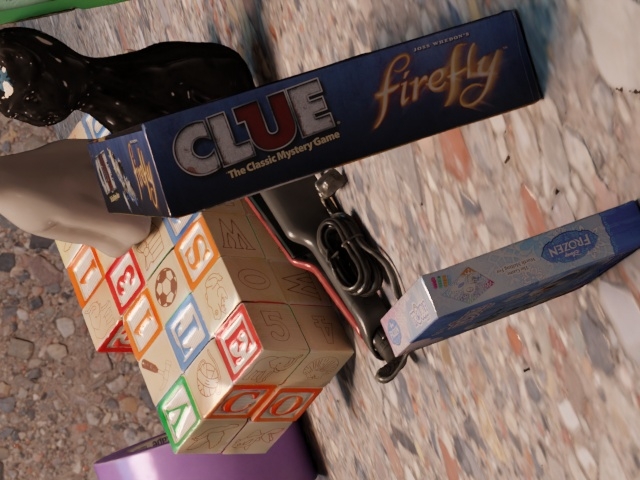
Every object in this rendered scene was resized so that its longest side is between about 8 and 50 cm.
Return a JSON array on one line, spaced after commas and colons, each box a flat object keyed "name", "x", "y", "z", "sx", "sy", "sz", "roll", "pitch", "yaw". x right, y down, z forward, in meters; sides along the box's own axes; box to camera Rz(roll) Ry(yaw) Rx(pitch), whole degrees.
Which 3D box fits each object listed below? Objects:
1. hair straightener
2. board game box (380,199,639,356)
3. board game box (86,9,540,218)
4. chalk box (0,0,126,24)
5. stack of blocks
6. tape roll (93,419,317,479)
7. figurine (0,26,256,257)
[{"name": "hair straightener", "x": 0.000, "y": 0.000, "z": 1.101, "sx": 0.089, "sy": 0.047, "sz": 0.230, "roll": 84, "pitch": 163, "yaw": -47}, {"name": "board game box", "x": 0.075, "y": 0.017, "z": 0.680, "sx": 0.090, "sy": 0.090, "sz": 0.020, "roll": 120, "pitch": 131, "yaw": -75}, {"name": "board game box", "x": -0.016, "y": -0.055, "z": 0.807, "sx": 0.243, "sy": 0.165, "sz": 0.042, "roll": -174, "pitch": 66, "yaw": -76}, {"name": "chalk box", "x": -0.161, "y": -0.263, "z": 1.089, "sx": 0.289, "sy": 0.179, "sz": 0.180, "roll": -119, "pitch": 20, "yaw": -44}, {"name": "stack of blocks", "x": -0.106, "y": 0.020, "z": 1.323, "sx": 0.171, "sy": 0.087, "sz": 0.297, "roll": -52, "pitch": 50, "yaw": 34}, {"name": "tape roll", "x": -0.103, "y": 0.207, "z": 1.544, "sx": 0.189, "sy": 0.189, "sz": 0.080, "roll": 157, "pitch": 93, "yaw": -78}, {"name": "figurine", "x": -0.187, "y": -0.071, "z": 1.197, "sx": 0.215, "sy": 0.209, "sz": 0.092, "roll": -37, "pitch": 59, "yaw": 37}]
